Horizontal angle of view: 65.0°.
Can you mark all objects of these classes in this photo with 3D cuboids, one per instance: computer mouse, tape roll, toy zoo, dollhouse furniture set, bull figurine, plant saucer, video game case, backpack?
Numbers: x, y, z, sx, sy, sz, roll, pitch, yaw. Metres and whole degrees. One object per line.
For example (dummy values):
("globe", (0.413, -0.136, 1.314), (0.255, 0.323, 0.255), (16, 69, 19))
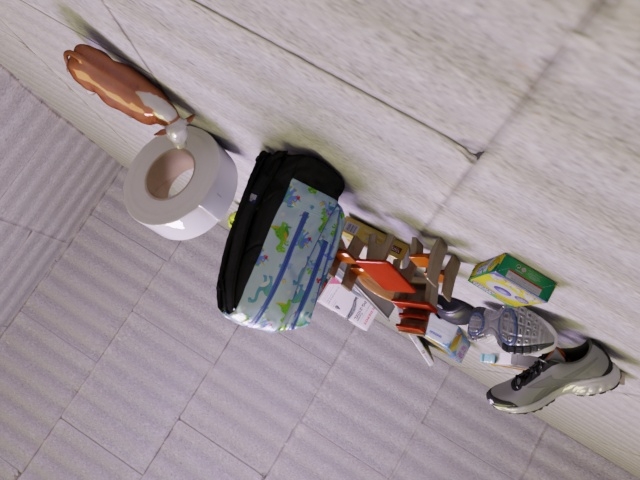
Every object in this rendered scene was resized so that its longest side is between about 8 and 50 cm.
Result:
("computer mouse", (0.387, 0.223, 1.497), (0.184, 0.060, 0.262), (37, 170, -26))
("tape roll", (-0.357, -0.147, 1.286), (0.286, 0.286, 0.100), (27, 169, 29))
("toy zoo", (0.536, 0.305, 1.214), (0.293, 0.030, 0.192), (9, 167, 8))
("dollhouse furniture set", (0.169, 0.101, 1.106), (0.262, 0.135, 0.259), (2, 153, 38))
("bull figurine", (-0.431, -0.328, 1.142), (0.310, 0.101, 0.188), (38, 171, -34))
("plant saucer", (0.201, 0.117, 1.402), (0.200, 0.037, 0.200), (18, -163, -6))
("video game case", (0.370, 0.367, 1.973), (0.206, 0.026, 0.227), (56, -172, -2))
("backpack", (-0.093, 0.019, 1.073), (0.273, 0.356, 0.290), (35, 169, -27))

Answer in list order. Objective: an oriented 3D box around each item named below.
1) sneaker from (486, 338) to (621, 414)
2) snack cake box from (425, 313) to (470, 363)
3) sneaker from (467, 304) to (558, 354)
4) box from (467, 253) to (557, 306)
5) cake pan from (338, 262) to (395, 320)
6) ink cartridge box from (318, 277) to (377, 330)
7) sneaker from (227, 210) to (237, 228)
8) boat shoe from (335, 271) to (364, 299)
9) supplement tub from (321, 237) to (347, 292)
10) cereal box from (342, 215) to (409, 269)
("sneaker", (0.481, 0.288, 1.076), (0.108, 0.271, 0.100), (58, -156, -7))
("snack cake box", (0.464, 0.367, 1.912), (0.152, 0.089, 0.264), (25, 168, 34))
("sneaker", (0.452, 0.205, 1.146), (0.129, 0.111, 0.297), (16, 175, -7))
("box", (0.345, 0.079, 0.934), (0.105, 0.043, 0.179), (31, 172, 5))
("cake pan", (0.152, 0.159, 1.743), (0.293, 0.054, 0.293), (46, 177, 3))
("ink cartridge box", (0.126, 0.235, 2.056), (0.237, 0.172, 0.100), (33, 171, -8))
("sneaker", (-0.247, -0.046, 2.107), (0.295, 0.109, 0.123), (32, -163, -19))
("boat shoe", (0.115, 0.142, 1.957), (0.226, 0.083, 0.076), (42, -176, 9))
("supplement tub", (-0.054, 0.061, 1.418), (0.191, 0.272, 0.191), (30, 171, 5))
("cereal box", (0.144, 0.027, 1.292), (0.173, 0.047, 0.240), (27, 170, 16))
